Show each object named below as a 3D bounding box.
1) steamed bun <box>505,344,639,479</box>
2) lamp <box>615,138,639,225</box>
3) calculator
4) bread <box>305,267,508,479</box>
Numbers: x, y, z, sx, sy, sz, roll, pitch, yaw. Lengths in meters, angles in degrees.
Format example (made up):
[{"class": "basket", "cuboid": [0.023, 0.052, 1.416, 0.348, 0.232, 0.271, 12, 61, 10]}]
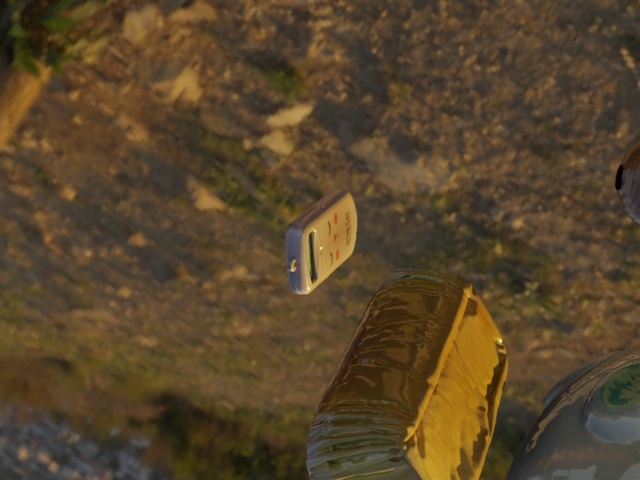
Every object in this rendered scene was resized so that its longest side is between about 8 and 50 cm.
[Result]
[{"class": "steamed bun", "cuboid": [0.218, 0.173, 0.924, 0.130, 0.228, 0.177, 34, 177, -8]}, {"class": "lamp", "cuboid": [0.458, -0.078, 1.631, 0.136, 0.136, 0.136, 28, 156, 13]}, {"class": "calculator", "cuboid": [0.000, 0.000, 1.581, 0.032, 0.175, 0.100, 8, 116, 25]}, {"class": "bread", "cuboid": [0.090, 0.152, 1.194, 0.119, 0.288, 0.153, -15, 119, 31]}]
